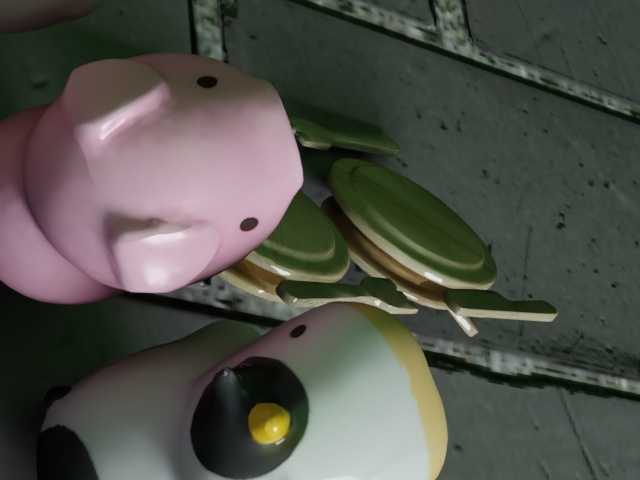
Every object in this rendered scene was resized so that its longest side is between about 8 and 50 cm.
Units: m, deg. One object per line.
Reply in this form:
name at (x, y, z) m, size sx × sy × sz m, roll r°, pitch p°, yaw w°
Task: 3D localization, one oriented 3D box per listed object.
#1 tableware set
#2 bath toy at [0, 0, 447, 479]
tableware set at (0.000, 0.000, 0.779) m, size 0.194 × 0.039 × 0.128 m, roll 5°, pitch 37°, yaw -52°
bath toy at (-0.061, 0.000, 0.616) m, size 0.348 × 0.151 × 0.129 m, roll 68°, pitch 17°, yaw -3°
